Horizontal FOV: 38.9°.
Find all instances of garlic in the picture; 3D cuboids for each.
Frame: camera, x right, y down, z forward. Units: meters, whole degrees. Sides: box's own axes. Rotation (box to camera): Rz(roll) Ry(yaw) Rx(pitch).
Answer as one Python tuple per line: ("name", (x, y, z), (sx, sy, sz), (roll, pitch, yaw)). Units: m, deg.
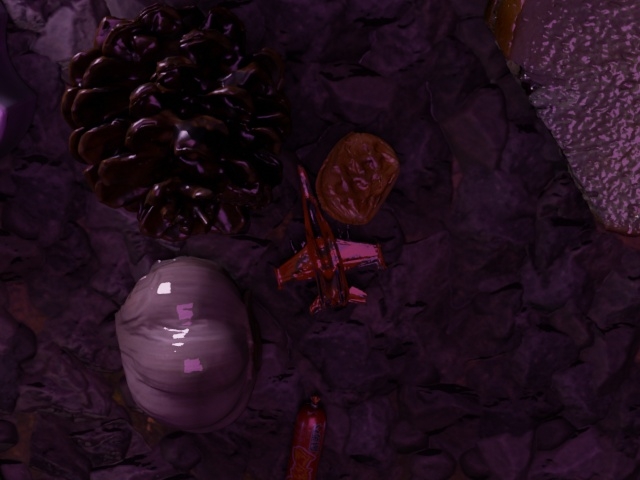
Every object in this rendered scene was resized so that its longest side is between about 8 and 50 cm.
("garlic", (-0.163, 0.145, 1.090), (0.178, 0.143, 0.229), (-8, 117, 3))

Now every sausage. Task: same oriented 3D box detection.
("sausage", (-0.016, 0.267, 1.175), (0.050, 0.048, 0.145), (23, 111, 34))

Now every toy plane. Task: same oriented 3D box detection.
("toy plane", (0.001, -0.002, 1.081), (0.135, 0.062, 0.188), (-14, 94, 7))

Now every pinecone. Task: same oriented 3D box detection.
("pinecone", (-0.139, -0.113, 0.952), (0.243, 0.243, 0.257), (-33, 72, 12))

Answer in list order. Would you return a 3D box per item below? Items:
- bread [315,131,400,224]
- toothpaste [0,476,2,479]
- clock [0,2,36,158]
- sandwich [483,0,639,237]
("bread", (0.041, -0.072, 1.040), (0.083, 0.044, 0.110), (31, 79, -6))
("toothpaste", (-0.446, 0.342, 1.220), (0.062, 0.039, 0.239), (-13, 110, -1))
("clock", (-0.503, -0.180, 1.008), (0.338, 0.102, 0.338), (1, 109, 2))
("sandwich", (0.286, -0.162, 0.989), (0.254, 0.099, 0.288), (10, 109, -8))
